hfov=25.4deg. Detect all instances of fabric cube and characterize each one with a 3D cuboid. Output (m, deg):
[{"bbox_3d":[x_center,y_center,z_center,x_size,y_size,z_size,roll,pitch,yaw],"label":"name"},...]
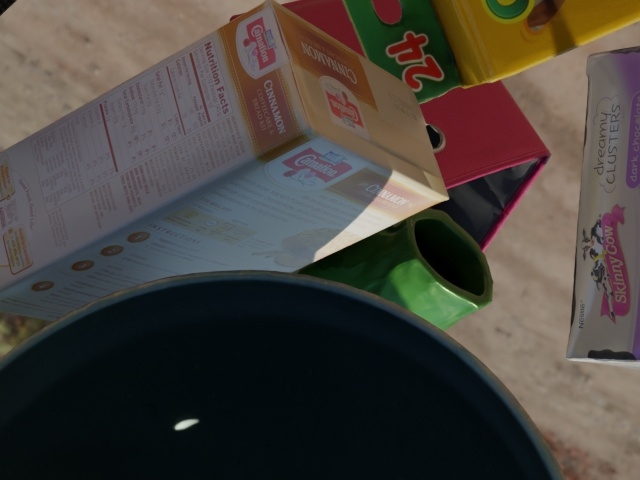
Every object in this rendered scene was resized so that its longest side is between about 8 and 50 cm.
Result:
[{"bbox_3d":[0.041,-0.093,1.511,0.258,0.254,0.259,60,151,20],"label":"fabric cube"}]

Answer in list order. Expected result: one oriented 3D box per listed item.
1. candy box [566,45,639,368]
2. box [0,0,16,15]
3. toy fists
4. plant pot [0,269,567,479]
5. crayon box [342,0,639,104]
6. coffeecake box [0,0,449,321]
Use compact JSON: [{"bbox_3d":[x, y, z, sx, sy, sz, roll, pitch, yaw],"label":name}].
[{"bbox_3d":[0.229,-0.006,0.768,0.196,0.165,0.070,10,172,-36],"label":"candy box"},{"bbox_3d":[-0.173,-0.160,0.691,0.190,0.184,0.045,27,161,53],"label":"box"},{"bbox_3d":[0.000,0.000,1.099,0.142,0.096,0.279,-29,135,33],"label":"toy fists"},{"bbox_3d":[-0.028,0.184,0.627,0.293,0.293,0.196,22,160,18],"label":"plant pot"},{"bbox_3d":[0.155,-0.226,0.877,0.081,0.318,0.202,-148,33,-83],"label":"crayon box"},{"bbox_3d":[-0.055,-0.024,0.673,0.185,0.068,0.142,-25,159,22],"label":"coffeecake box"}]
